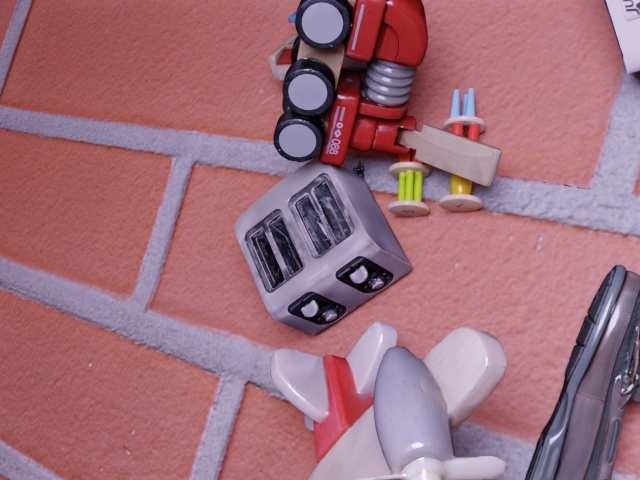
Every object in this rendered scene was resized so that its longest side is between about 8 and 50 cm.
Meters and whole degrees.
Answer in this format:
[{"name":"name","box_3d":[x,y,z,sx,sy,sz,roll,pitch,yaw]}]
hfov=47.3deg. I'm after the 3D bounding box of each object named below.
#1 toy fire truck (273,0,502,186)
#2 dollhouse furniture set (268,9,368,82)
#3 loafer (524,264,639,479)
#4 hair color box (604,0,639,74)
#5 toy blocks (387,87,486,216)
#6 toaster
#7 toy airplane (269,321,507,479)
[{"name":"toy fire truck","box_3d":[0.083,-0.170,0.817,0.159,0.246,0.217,-84,7,-53]},{"name":"dollhouse furniture set","box_3d":[-0.001,-0.276,0.962,0.183,0.129,0.129,5,41,32]},{"name":"loafer","box_3d":[0.281,0.160,0.728,0.084,0.096,0.268,21,95,15]},{"name":"hair color box","box_3d":[0.447,-0.302,0.694,0.347,0.105,0.174,-17,97,27]},{"name":"toy blocks","box_3d":[0.143,-0.109,0.901,0.123,0.054,0.148,-5,72,33]},{"name":"toaster","box_3d":[0.000,0.000,0.926,0.168,0.110,0.186,-35,60,18]},{"name":"toy airplane","box_3d":[0.024,0.263,0.735,0.384,0.272,0.386,3,91,53]}]
